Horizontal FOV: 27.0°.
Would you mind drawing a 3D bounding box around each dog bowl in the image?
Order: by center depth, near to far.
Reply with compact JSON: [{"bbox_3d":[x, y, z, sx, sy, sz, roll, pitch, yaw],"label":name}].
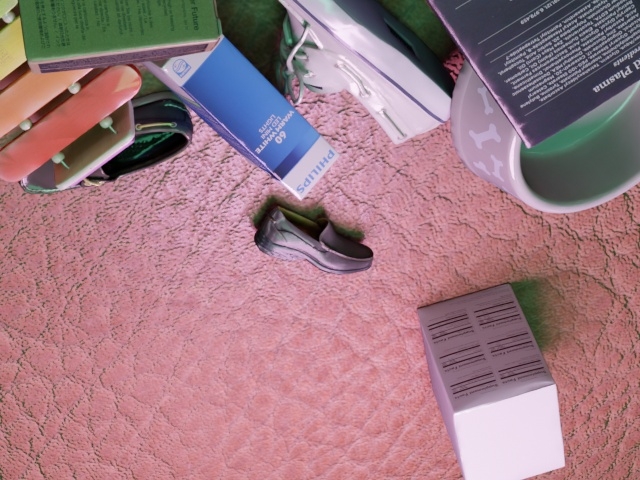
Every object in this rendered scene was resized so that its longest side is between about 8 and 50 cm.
[{"bbox_3d":[0.327,-0.181,1.594,0.348,0.102,0.349,-20,137,-20],"label":"dog bowl"}]

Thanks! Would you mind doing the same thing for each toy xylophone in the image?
[{"bbox_3d":[-0.355,-0.186,1.437,0.322,0.081,0.236,40,113,-22],"label":"toy xylophone"}]

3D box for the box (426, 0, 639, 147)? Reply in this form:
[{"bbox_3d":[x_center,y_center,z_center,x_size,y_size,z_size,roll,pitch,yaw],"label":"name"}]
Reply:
[{"bbox_3d":[0.159,-0.324,1.316,0.179,0.343,0.312,-33,131,12],"label":"box"}]

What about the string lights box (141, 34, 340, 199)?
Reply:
[{"bbox_3d":[-0.105,-0.164,1.514,0.077,0.133,0.259,-50,131,-3],"label":"string lights box"}]

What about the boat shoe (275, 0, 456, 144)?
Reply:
[{"bbox_3d":[0.008,-0.215,1.530,0.156,0.136,0.367,-35,140,20],"label":"boat shoe"}]

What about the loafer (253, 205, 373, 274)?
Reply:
[{"bbox_3d":[0.000,0.000,1.755,0.170,0.062,0.061,12,122,-26],"label":"loafer"}]

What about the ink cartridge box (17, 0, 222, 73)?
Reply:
[{"bbox_3d":[-0.211,-0.296,1.327,0.193,0.088,0.235,-8,89,-10],"label":"ink cartridge box"}]

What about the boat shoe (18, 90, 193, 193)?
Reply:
[{"bbox_3d":[-0.259,-0.106,1.579,0.227,0.069,0.081,-22,133,4],"label":"boat shoe"}]

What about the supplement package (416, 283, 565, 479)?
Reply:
[{"bbox_3d":[0.244,0.212,1.914,0.149,0.203,0.194,-16,134,-1],"label":"supplement package"}]
